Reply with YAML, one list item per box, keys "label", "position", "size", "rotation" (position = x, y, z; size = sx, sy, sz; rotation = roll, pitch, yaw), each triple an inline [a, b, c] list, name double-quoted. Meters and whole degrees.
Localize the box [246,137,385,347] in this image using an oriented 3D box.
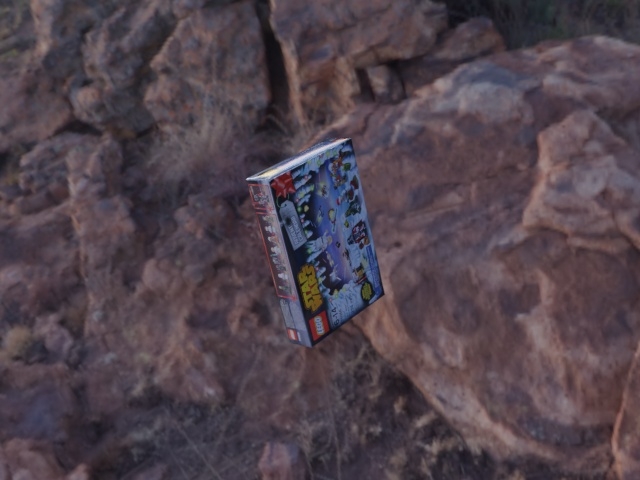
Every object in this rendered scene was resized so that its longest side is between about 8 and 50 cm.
- label: "box"
  position: [0.000, 0.000, 0.678]
  size: [0.027, 0.137, 0.094]
  rotation: [7, 29, 44]
